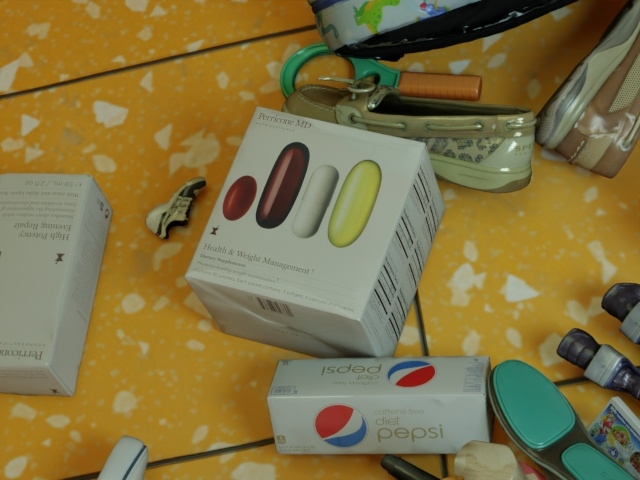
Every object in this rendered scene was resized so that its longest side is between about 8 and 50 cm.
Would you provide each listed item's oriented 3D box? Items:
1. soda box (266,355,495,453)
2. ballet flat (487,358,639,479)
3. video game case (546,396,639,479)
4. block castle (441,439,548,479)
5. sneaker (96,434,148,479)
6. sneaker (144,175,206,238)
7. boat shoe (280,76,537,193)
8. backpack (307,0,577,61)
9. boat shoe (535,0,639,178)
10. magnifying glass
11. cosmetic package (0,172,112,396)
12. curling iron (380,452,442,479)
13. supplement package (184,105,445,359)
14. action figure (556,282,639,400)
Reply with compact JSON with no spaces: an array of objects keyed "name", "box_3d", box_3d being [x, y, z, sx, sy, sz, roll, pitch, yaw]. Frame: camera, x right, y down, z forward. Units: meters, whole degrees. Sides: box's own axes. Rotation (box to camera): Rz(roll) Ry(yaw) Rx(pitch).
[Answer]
[{"name":"soda box","box_3d":[0.060,0.162,1.546,0.216,0.074,0.069,-2,30,13]},{"name":"ballet flat","box_3d":[0.224,0.201,1.462,0.072,0.068,0.213,-26,52,-21]},{"name":"video game case","box_3d":[0.270,0.218,1.470,0.087,0.011,0.122,51,125,30]},{"name":"block castle","box_3d":[0.066,0.411,1.337,0.453,0.213,0.303,-34,62,-1]},{"name":"sneaker","box_3d":[-0.197,0.321,1.536,0.091,0.094,0.258,14,70,0]},{"name":"sneaker","box_3d":[-0.154,-0.035,1.741,0.083,0.032,0.037,-42,75,-5]},{"name":"boat shoe","box_3d":[0.094,-0.130,1.673,0.285,0.089,0.104,15,28,18]},{"name":"backpack","box_3d":[0.149,-0.317,1.683,0.355,0.290,0.273,-33,97,11]},{"name":"boat shoe","box_3d":[0.356,-0.198,1.667,0.116,0.123,0.324,39,79,3]},{"name":"magnifying glass","box_3d":[0.066,-0.178,1.766,0.230,0.026,0.092,6,64,15]},{"name":"cosmetic package","box_3d":[-0.309,0.046,1.700,0.117,0.085,0.231,0,61,14]},{"name":"curling iron","box_3d":[0.175,0.265,1.489,0.274,0.068,0.035,25,43,28]},{"name":"supplement package","box_3d":[0.000,0.000,1.614,0.194,0.149,0.203,13,67,19]},{"name":"action figure","box_3d":[0.359,0.152,1.462,0.185,0.099,0.285,-51,51,7]}]
